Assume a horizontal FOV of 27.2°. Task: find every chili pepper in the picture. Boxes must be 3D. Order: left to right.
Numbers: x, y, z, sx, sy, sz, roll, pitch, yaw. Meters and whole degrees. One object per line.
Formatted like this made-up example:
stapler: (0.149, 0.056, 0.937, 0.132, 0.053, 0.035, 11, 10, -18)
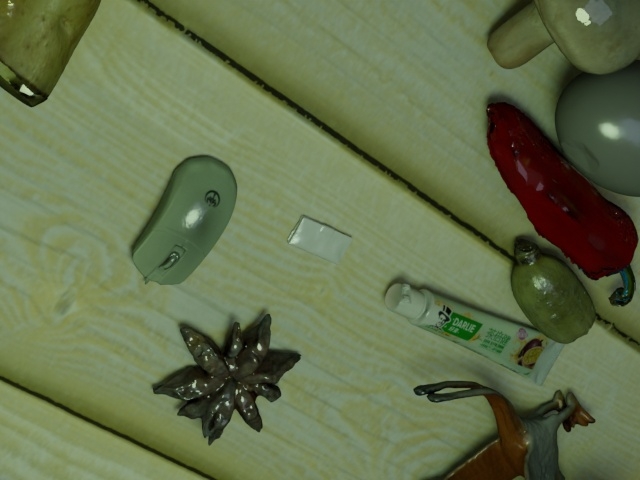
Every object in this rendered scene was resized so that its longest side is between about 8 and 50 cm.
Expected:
chili pepper: (0.335, -0.046, 1.793, 0.110, 0.110, 0.387, -46, 117, 2)

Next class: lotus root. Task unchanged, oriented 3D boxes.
lotus root: (0.320, 0.073, 1.847, 0.090, 0.077, 0.183, -39, 122, -3)

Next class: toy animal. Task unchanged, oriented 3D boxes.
toy animal: (0.261, 0.275, 1.891, 0.302, 0.225, 0.284, -26, 119, -34)

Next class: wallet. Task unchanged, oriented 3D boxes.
wallet: (0.000, 0.000, 1.725, 0.083, 0.011, 0.044, 24, 101, -28)

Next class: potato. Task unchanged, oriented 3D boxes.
potato: (-0.330, -0.301, 1.354, 0.285, 0.242, 0.242, 43, 92, -16)

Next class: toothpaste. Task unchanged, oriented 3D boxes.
toothpaste: (0.218, 0.127, 1.850, 0.314, 0.056, 0.058, 23, 143, -32)

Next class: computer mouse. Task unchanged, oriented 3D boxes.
computer mouse: (-0.167, -0.015, 1.628, 0.089, 0.056, 0.181, 29, 100, -25)

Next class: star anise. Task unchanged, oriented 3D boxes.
star anise: (-0.115, 0.175, 1.725, 0.182, 0.065, 0.195, -45, 116, 0)

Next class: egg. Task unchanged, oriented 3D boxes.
egg: (0.405, -0.147, 1.724, 0.232, 0.176, 0.176, 10, 108, -40)

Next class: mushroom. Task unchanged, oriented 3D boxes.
mushroom: (0.303, -0.290, 1.640, 0.215, 0.207, 0.207, -30, 127, 34)
